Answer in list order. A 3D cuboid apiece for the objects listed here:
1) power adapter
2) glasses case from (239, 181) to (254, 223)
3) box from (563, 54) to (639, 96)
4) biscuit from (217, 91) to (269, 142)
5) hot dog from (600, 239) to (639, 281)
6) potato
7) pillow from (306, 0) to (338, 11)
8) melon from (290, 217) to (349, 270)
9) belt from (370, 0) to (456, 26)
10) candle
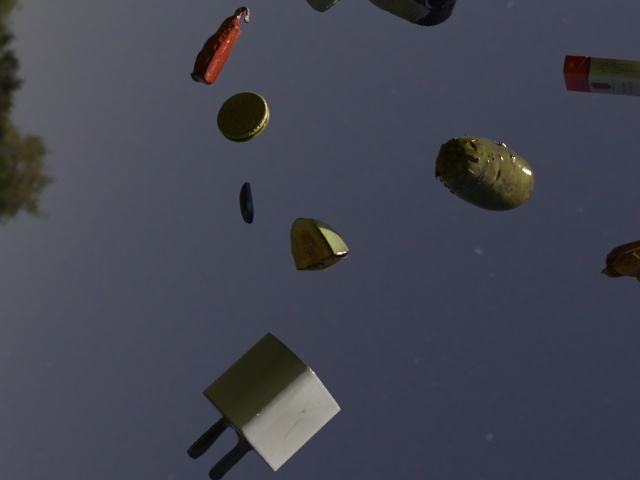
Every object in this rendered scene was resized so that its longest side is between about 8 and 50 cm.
[{"bbox_3d":[-0.096,0.253,1.677,0.205,0.125,0.130,-41,-139,-9],"label":"power adapter"},{"bbox_3d":[-0.136,-0.070,2.148,0.033,0.023,0.083,97,-13,-50],"label":"glasses case"},{"bbox_3d":[0.562,-0.326,2.338,0.152,0.100,0.048,10,-103,18],"label":"box"},{"bbox_3d":[-0.119,-0.190,1.819,0.084,0.023,0.084,-8,-119,15],"label":"biscuit"},{"bbox_3d":[0.572,0.022,1.938,0.235,0.062,0.092,-13,-168,-1],"label":"hot dog"},{"bbox_3d":[0.360,-0.145,2.572,0.113,0.251,0.149,14,-92,61],"label":"potato"},{"bbox_3d":[-0.016,-0.612,2.252,0.255,0.322,0.120,-31,-149,31],"label":"pillow"},{"bbox_3d":[0.000,0.000,2.537,0.079,0.128,0.160,-26,-178,-32],"label":"melon"},{"bbox_3d":[0.148,-0.501,1.987,0.164,0.184,0.289,103,-25,-46],"label":"belt"},{"bbox_3d":[-0.175,-0.351,2.094,0.162,0.053,0.048,-61,-160,-9],"label":"candle"}]
